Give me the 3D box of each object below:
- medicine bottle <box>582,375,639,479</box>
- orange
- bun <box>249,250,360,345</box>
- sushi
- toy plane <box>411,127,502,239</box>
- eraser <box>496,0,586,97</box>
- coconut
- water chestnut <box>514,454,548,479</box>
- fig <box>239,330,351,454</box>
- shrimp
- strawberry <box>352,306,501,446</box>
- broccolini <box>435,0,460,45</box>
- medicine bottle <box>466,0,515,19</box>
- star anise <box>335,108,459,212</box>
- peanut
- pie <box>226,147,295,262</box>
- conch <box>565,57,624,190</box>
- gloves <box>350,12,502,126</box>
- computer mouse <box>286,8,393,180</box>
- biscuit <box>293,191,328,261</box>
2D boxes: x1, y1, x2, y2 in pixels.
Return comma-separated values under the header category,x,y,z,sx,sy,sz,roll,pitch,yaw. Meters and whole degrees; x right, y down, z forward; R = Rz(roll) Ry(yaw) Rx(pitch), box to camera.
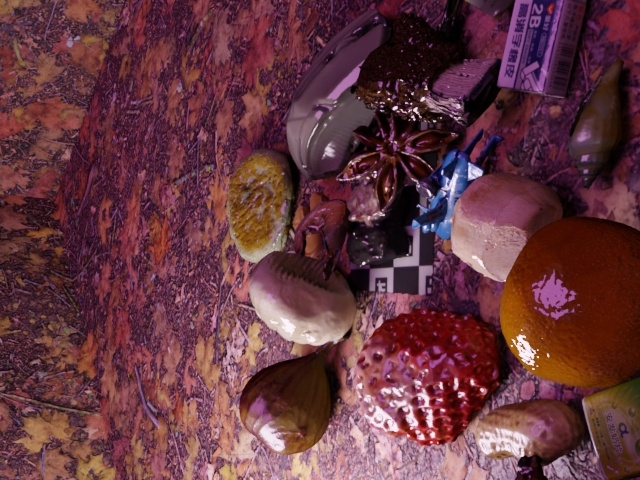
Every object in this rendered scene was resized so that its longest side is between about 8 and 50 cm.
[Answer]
category,x,y,z,sx,sy,sz,roll,pitch,yaw
medicine bottle,0.481,0.258,1.262,0.188,0.088,0.132,-39,54,49
orange,0.382,0.092,1.288,0.264,0.264,0.264,-11,77,57
bun,-0.050,0.137,1.953,0.259,0.259,0.160,44,117,51
sushi,0.111,-0.075,1.872,0.296,0.100,0.373,-1,85,57
toy plane,0.236,-0.086,1.624,0.105,0.254,0.271,38,154,13
eraser,0.381,-0.356,1.513,0.124,0.068,0.210,27,108,58
coconut,0.308,-0.026,1.492,0.194,0.194,0.194,-11,77,57
water chestnut,0.297,0.474,1.373,0.300,0.300,0.300,-11,77,57
fig,-0.032,0.328,2.018,0.321,0.217,0.217,-50,39,3
shrimp,0.001,0.001,1.997,0.144,0.052,0.251,-21,34,23
strawberry,0.187,0.247,1.671,0.336,0.149,0.265,-34,57,50
broccolini,0.269,-0.454,1.740,0.074,0.058,0.201,30,96,42
medicine bottle,0.270,-0.532,1.619,0.137,0.141,0.250,-53,43,24
star anise,0.160,-0.158,1.757,0.099,0.220,0.214,-45,-24,-69
peanut,0.340,0.320,1.469,0.226,0.095,0.108,-22,64,55
pie,-0.151,-0.097,2.320,0.323,0.071,0.323,-11,76,53
conch,0.434,-0.181,1.405,0.095,0.080,0.200,159,130,-68
gloves,0.189,-0.313,1.660,0.312,0.135,0.210,13,66,35
computer mouse,0.022,-0.318,1.975,0.429,0.146,0.228,-60,26,34
biscuit,-0.012,0.008,2.123,0.144,0.040,0.236,-44,48,53
